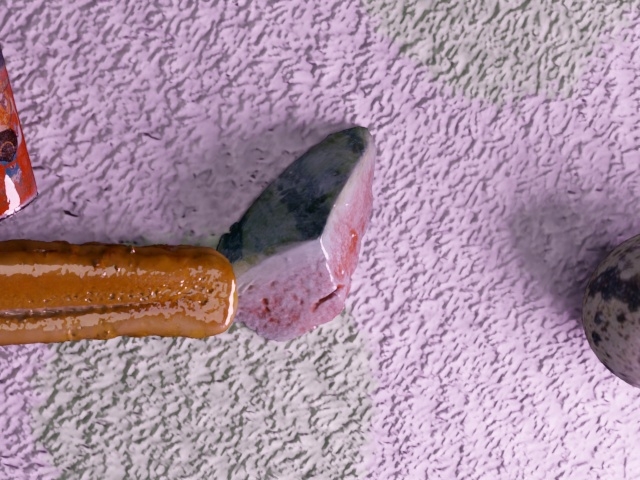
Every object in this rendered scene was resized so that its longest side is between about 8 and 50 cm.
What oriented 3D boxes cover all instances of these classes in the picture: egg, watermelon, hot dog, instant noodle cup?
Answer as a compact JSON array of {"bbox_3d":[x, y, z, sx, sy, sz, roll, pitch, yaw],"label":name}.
[{"bbox_3d":[0.291,0.053,1.329,0.172,0.132,0.132,-8,96,-7],"label":"egg"},{"bbox_3d":[-0.004,-0.006,1.274,0.094,0.081,0.180,29,89,-44],"label":"watermelon"},{"bbox_3d":[-0.198,0.039,1.201,0.285,0.061,0.088,5,92,-18],"label":"hot dog"},{"bbox_3d":[-0.256,-0.079,1.151,0.127,0.127,0.136,-23,108,-16],"label":"instant noodle cup"}]
